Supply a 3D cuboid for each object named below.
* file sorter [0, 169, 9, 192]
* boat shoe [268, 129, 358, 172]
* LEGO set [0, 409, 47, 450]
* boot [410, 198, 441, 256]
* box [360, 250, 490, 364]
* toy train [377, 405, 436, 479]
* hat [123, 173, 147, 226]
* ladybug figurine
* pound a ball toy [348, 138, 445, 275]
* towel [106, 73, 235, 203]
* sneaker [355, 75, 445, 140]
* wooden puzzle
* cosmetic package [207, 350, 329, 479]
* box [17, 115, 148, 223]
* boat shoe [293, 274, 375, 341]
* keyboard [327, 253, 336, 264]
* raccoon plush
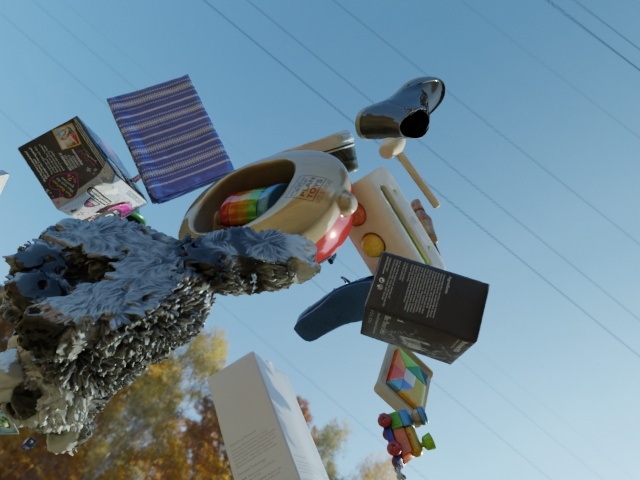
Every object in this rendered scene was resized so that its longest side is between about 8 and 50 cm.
[{"bbox_3d":[-0.841,-0.081,0.935,0.173,0.277,0.192,34,-73,-8],"label":"file sorter"},{"bbox_3d":[-0.044,-0.183,1.195,0.335,0.121,0.119,-10,-82,47],"label":"boat shoe"},{"bbox_3d":[-0.669,0.385,1.062,0.183,0.060,0.244,-4,-65,5],"label":"LEGO set"},{"bbox_3d":[0.299,-0.012,1.347,0.073,0.152,0.197,-7,-42,-3],"label":"boot"},{"bbox_3d":[0.149,0.107,0.698,0.158,0.093,0.156,17,-24,10],"label":"box"},{"bbox_3d":[0.265,0.595,1.302,0.144,0.248,0.105,-19,-51,0],"label":"toy train"},{"bbox_3d":[-0.571,-0.142,1.326,0.209,0.183,0.173,3,-21,-7],"label":"hat"},{"bbox_3d":[-0.102,-0.038,0.924,0.449,0.305,0.162,0,-41,44],"label":"ladybug figurine"},{"bbox_3d":[0.150,-0.041,0.980,0.208,0.136,0.319,-28,-84,44],"label":"pound a ball toy"},{"bbox_3d":[-0.409,-0.283,1.264,0.335,0.243,0.040,63,-17,7],"label":"towel"},{"bbox_3d":[0.182,-0.237,0.842,0.118,0.222,0.083,24,-39,50],"label":"sneaker"},{"bbox_3d":[0.301,0.486,1.596,0.221,0.238,0.044,44,-48,-9],"label":"wooden puzzle"},{"bbox_3d":[-0.125,0.497,1.149,0.156,0.385,0.217,-33,-42,1],"label":"cosmetic package"},{"bbox_3d":[-0.526,-0.137,1.048,0.163,0.142,0.247,56,-9,4],"label":"box"},{"bbox_3d":[0.043,0.133,1.019,0.258,0.089,0.109,-26,-75,28],"label":"boat shoe"},{"bbox_3d":[0.000,0.000,1.613,0.023,0.108,0.180,-26,-78,21],"label":"keyboard"},{"bbox_3d":[-0.229,0.150,0.647,0.447,0.216,0.299,4,-53,-15],"label":"raccoon plush"}]
